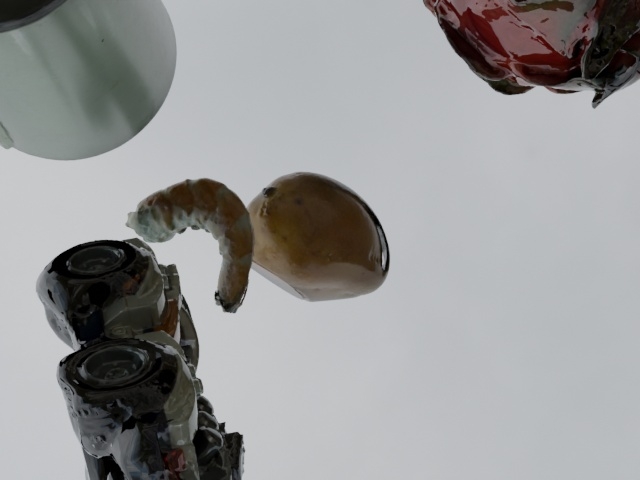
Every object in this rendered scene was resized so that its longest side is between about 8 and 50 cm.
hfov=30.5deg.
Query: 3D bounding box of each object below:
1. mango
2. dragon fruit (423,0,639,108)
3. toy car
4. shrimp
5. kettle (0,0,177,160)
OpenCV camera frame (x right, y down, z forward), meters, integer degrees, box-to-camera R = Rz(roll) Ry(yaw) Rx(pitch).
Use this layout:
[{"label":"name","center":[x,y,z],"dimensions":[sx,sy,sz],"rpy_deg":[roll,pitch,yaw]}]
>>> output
[{"label":"mango","center":[0.000,0.000,1.603],"dimensions":[0.236,0.136,0.166],"rpy_deg":[37,-96,-37]},{"label":"dragon fruit","center":[0.173,-0.194,0.761],"dimensions":[0.192,0.274,0.193],"rpy_deg":[-30,-90,-31]},{"label":"toy car","center":[-0.126,0.130,0.847],"dimensions":[0.118,0.193,0.301],"rpy_deg":[-11,-153,-14]},{"label":"shrimp","center":[-0.146,0.012,1.359],"dimensions":[0.049,0.161,0.166],"rpy_deg":[7,-112,-66]},{"label":"kettle","center":[-0.332,-0.214,1.187],"dimensions":[0.361,0.377,0.250],"rpy_deg":[-43,-98,-8]}]
